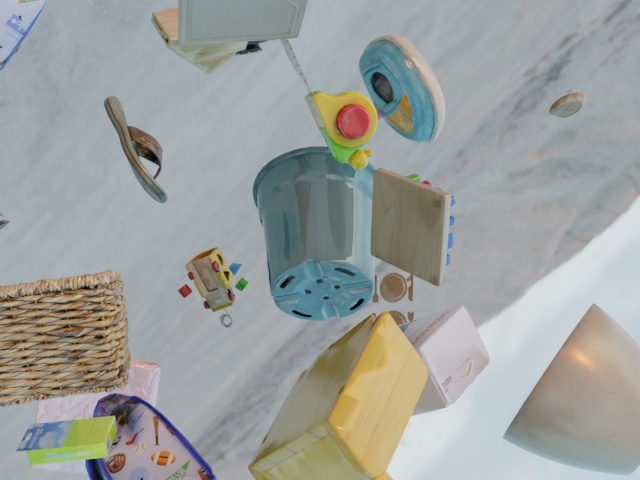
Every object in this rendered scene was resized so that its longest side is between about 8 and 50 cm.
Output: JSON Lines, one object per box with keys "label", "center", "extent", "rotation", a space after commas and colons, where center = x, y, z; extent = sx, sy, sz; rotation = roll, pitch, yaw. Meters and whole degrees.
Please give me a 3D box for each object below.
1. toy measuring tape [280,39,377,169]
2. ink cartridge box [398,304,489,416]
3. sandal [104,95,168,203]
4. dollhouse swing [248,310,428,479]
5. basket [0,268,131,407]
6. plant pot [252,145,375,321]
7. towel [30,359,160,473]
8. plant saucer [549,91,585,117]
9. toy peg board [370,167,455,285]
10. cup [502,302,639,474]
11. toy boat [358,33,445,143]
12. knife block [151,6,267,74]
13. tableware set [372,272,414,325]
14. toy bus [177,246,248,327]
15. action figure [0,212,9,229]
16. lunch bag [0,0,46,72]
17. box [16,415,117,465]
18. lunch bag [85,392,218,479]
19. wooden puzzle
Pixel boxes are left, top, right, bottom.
{"label": "toy measuring tape", "center": [0.029, -0.294, 1.684], "extent": [0.121, 0.330, 0.121], "rotation": [-23, -163, 7]}
{"label": "ink cartridge box", "center": [0.146, 0.259, 1.698], "extent": [0.307, 0.129, 0.223], "rotation": [-23, -175, 36]}
{"label": "sandal", "center": [-0.433, -0.230, 2.064], "extent": [0.086, 0.302, 0.120], "rotation": [-24, 166, -9]}
{"label": "dollhouse swing", "center": [0.095, 0.363, 1.447], "extent": [0.315, 0.305, 0.347], "rotation": [-58, -174, -36]}
{"label": "basket", "center": [-0.458, 0.108, 1.341], "extent": [0.213, 0.299, 0.223], "rotation": [-110, -166, -58]}
{"label": "plant pot", "center": [0.000, 0.000, 2.153], "extent": [0.341, 0.341, 0.334], "rotation": [-52, -149, 43]}
{"label": "towel", "center": [-0.619, 0.482, 2.352], "extent": [0.053, 0.317, 0.331], "rotation": [-135, -126, -75]}
{"label": "plant saucer", "center": [0.542, -0.291, 1.870], "extent": [0.083, 0.015, 0.083], "rotation": [-14, 152, -8]}
{"label": "toy peg board", "center": [0.169, -0.032, 1.438], "extent": [0.079, 0.161, 0.161], "rotation": [-20, 122, -37]}
{"label": "cup", "center": [0.552, 0.326, 1.700], "extent": [0.331, 0.237, 0.331], "rotation": [-48, 161, -23]}
{"label": "toy boat", "center": [0.149, -0.317, 2.004], "extent": [0.148, 0.267, 0.318], "rotation": [-35, -176, -28]}
{"label": "knife block", "center": [-0.213, -0.496, 1.930], "extent": [0.242, 0.088, 0.276], "rotation": [-38, 160, 13]}
{"label": "tableware set", "center": [0.210, 0.187, 2.394], "extent": [0.039, 0.128, 0.194], "rotation": [22, 68, -59]}
{"label": "toy bus", "center": [-0.301, 0.119, 2.497], "extent": [0.104, 0.191, 0.202], "rotation": [-54, 167, -62]}
{"label": "action figure", "center": [-0.819, -0.134, 1.910], "extent": [0.099, 0.285, 0.185], "rotation": [-30, 178, 37]}
{"label": "lunch bag", "center": [-0.570, -0.409, 1.531], "extent": [0.243, 0.115, 0.303], "rotation": [-55, -153, 7]}
{"label": "box", "center": [-0.516, 0.409, 1.753], "extent": [0.178, 0.042, 0.109], "rotation": [-6, -161, 1]}
{"label": "lunch bag", "center": [-0.385, 0.571, 1.970], "extent": [0.239, 0.385, 0.327], "rotation": [-28, 134, -23]}
{"label": "wooden puzzle", "center": [-0.132, -0.403, 1.459], "extent": [0.221, 0.044, 0.238], "rotation": [-6, 168, -12]}
